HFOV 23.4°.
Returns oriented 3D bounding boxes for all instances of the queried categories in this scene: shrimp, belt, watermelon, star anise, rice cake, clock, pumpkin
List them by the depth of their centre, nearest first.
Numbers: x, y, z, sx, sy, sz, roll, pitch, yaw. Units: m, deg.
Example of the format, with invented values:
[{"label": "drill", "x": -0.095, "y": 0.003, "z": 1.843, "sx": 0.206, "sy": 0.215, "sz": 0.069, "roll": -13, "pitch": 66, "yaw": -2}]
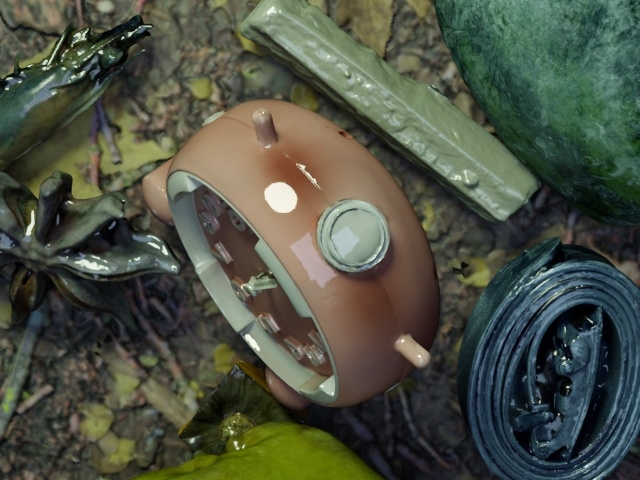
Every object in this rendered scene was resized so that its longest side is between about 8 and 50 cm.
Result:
[{"label": "clock", "x": 0.000, "y": 0.000, "z": 1.075, "sx": 0.142, "sy": 0.241, "sz": 0.227, "roll": -35, "pitch": 94, "yaw": -15}, {"label": "watermelon", "x": 0.226, "y": -0.187, "z": 1.081, "sx": 0.213, "sy": 0.289, "sz": 0.320, "roll": -20, "pitch": 78, "yaw": -34}, {"label": "star anise", "x": -0.202, "y": 0.004, "z": 1.150, "sx": 0.204, "sy": 0.061, "sz": 0.181, "roll": 0, "pitch": 136, "yaw": 12}, {"label": "shrimp", "x": -0.268, "y": -0.146, "z": 1.151, "sx": 0.262, "sy": 0.051, "sz": 0.198, "roll": -31, "pitch": 98, "yaw": 10}, {"label": "rice cake", "x": 0.056, "y": -0.103, "z": 1.163, "sx": 0.256, "sy": 0.052, "sz": 0.057, "roll": 38, "pitch": 65, "yaw": -6}, {"label": "belt", "x": 0.180, "y": 0.095, "z": 1.176, "sx": 0.141, "sy": 0.082, "sz": 0.190, "roll": 14, "pitch": 100, "yaw": -8}, {"label": "pumpkin", "x": -0.061, "y": 0.144, "z": 1.197, "sx": 0.074, "sy": 0.054, "sz": 0.083, "roll": 37, "pitch": 104, "yaw": -3}]

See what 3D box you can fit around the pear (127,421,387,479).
[{"label": "pear", "x": -0.017, "y": 0.341, "z": 1.084, "sx": 0.352, "sy": 0.352, "sz": 0.413, "roll": -15, "pitch": 95, "yaw": 2}]
